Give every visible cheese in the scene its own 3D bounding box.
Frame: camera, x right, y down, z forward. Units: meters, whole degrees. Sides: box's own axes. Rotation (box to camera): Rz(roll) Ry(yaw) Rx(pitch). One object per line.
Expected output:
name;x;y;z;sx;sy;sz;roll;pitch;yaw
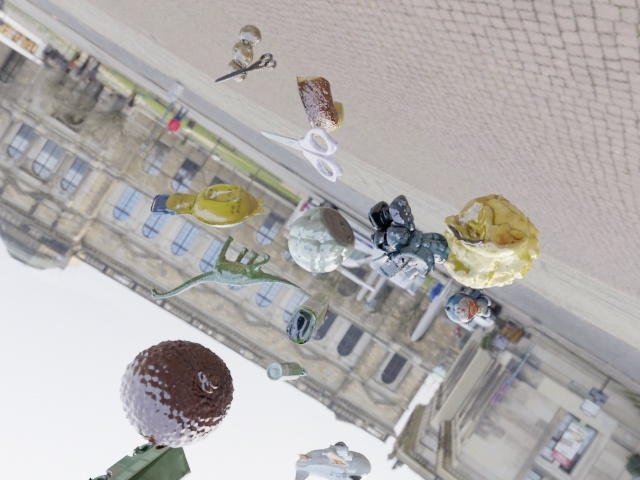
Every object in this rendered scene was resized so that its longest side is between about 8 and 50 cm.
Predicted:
cheese;-0.275;-0.089;1.262;0.271;0.069;0.176;2;-143;-6

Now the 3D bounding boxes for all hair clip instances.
hair clip;0.278;0.010;1.681;0.310;0.206;0.195;41;143;-25

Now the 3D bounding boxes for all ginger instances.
ginger;-0.276;-0.672;1.844;0.080;0.204;0.104;13;-162;-45

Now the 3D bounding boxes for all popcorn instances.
popcorn;0.573;0.008;1.792;0.349;0.348;0.382;33;-167;30

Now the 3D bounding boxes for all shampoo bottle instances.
shampoo bottle;-0.107;0.432;1.699;0.065;0.065;0.204;33;180;24

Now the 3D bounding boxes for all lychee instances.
lychee;-0.343;0.365;1.233;0.261;0.260;0.260;33;-179;0

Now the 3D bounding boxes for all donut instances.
donut;0.010;-0.453;1.793;0.113;0.151;0.295;-9;165;18

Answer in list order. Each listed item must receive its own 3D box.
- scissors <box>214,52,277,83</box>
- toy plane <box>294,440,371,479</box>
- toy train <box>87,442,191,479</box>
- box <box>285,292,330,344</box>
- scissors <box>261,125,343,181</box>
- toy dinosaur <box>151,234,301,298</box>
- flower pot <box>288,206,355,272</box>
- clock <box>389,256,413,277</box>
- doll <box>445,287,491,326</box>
scissors;-0.257;-0.577;1.744;0.017;0.220;0.088;74;172;-55
toy plane;0.038;0.721;1.622;0.245;0.244;0.117;33;-143;-17
toy train;-0.498;0.650;1.362;0.160;0.129;0.326;-10;-169;38
box;-0.042;0.289;1.952;0.097;0.134;0.345;19;-173;8
scissors;-0.036;-0.158;0.848;0.189;0.015;0.100;28;147;39
toy dinosaur;-0.308;0.144;1.645;0.448;0.300;0.087;25;162;23
flower pot;0.000;0.000;1.875;0.246;0.195;0.246;37;-149;-27
clock;0.214;0.071;1.352;0.010;0.083;0.074;49;-155;12
doll;0.429;0.197;1.505;0.152;0.114;0.085;1;-178;-23
